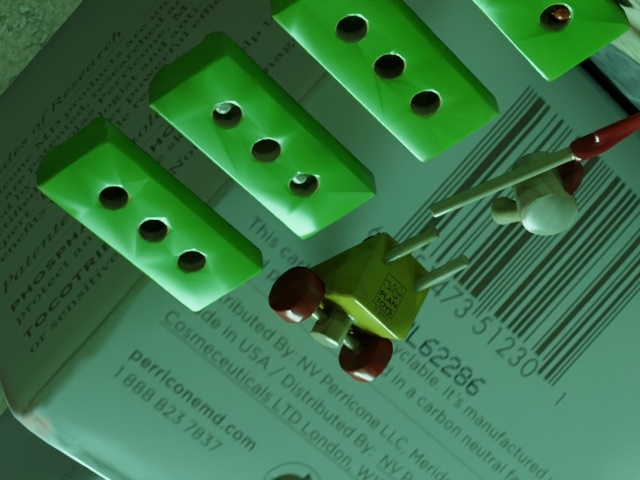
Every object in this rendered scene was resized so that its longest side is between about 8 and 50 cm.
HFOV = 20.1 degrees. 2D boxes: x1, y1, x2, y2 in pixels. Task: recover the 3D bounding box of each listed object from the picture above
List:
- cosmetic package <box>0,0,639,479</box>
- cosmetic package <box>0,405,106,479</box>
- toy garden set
[{"bbox_3d":[0.000,0.000,1.120,0.329,0.327,0.394,41,-178,-27],"label":"cosmetic package"},{"bbox_3d":[-0.036,0.242,1.159,0.377,0.097,0.284,39,-176,-17],"label":"cosmetic package"},{"bbox_3d":[0.030,-0.046,0.817,0.204,0.244,0.049,41,-154,-35],"label":"toy garden set"}]
